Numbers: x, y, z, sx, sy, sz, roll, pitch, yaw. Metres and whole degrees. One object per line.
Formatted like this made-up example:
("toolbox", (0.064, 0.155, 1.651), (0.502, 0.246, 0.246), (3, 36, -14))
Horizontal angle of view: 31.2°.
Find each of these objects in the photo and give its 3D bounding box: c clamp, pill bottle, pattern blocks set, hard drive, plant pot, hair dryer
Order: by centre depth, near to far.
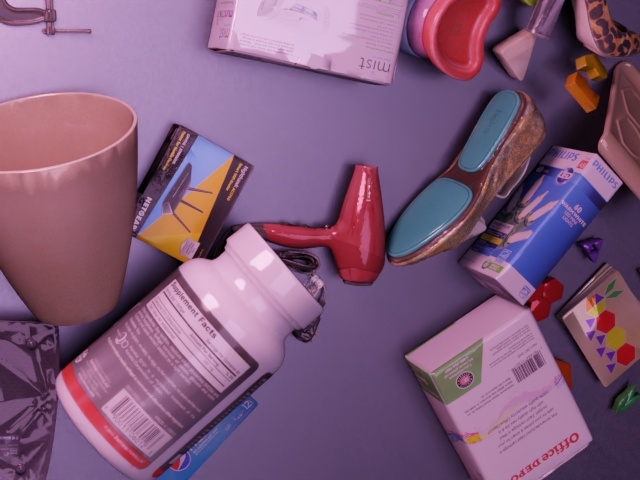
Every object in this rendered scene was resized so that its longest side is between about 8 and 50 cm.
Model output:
("plant pot", (-0.358, -0.029, 1.578), (0.256, 0.256, 0.274), (-15, 121, -17))
("c clamp", (-0.400, -0.363, 1.604), (0.137, 0.022, 0.160), (-9, 104, -13))
("pill bottle", (-0.183, 0.158, 1.658), (0.363, 0.210, 0.210), (-41, 111, -2))
("hard drive", (-0.472, 0.235, 1.668), (0.172, 0.054, 0.254), (4, 99, -21))
("hair dryer", (0.000, 0.000, 1.780), (0.223, 0.080, 0.293), (44, 83, -20))
("pattern blocks set", (0.504, 0.147, 2.016), (0.285, 0.026, 0.325), (-31, 108, -12))

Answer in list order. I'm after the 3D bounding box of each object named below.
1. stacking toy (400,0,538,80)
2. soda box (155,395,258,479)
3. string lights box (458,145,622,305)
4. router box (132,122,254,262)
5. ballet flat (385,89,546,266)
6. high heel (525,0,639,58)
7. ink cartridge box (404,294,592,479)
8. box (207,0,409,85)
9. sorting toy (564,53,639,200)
("stacking toy", (0.245, -0.408, 1.798), (0.279, 0.130, 0.309), (11, 105, -47))
("soda box", (-0.198, 0.299, 1.771), (0.210, 0.067, 0.071), (-47, 111, -7))
("string lights box", (0.357, -0.028, 1.874), (0.077, 0.133, 0.259), (42, 84, -22))
("router box", (-0.200, -0.066, 1.714), (0.133, 0.046, 0.179), (28, 90, -22))
("ballet flat", (0.245, -0.080, 1.842), (0.123, 0.123, 0.348), (38, 86, -22))
("high heel", (0.462, -0.394, 1.835), (0.261, 0.093, 0.186), (6, 115, -33))
("ink cartridge box", (0.299, 0.264, 1.916), (0.201, 0.117, 0.278), (-32, 108, -11))
("box", (-0.008, -0.364, 1.684), (0.262, 0.127, 0.231), (8, 98, -21))
("sorting toy", (0.507, -0.191, 1.900), (0.307, 0.041, 0.229), (45, 46, -21))
